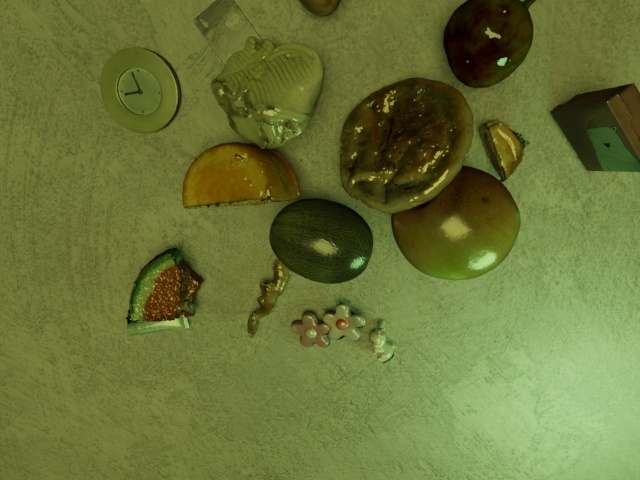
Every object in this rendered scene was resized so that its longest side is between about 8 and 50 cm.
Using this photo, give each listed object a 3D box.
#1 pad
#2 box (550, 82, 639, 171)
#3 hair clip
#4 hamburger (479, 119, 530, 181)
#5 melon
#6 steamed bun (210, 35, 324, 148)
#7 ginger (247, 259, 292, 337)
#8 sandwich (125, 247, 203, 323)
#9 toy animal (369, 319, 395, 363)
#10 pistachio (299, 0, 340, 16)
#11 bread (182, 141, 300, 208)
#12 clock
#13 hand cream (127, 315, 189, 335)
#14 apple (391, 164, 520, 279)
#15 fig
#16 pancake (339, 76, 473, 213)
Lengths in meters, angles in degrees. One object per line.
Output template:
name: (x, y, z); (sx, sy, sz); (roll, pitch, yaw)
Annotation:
pad: (-0.248, -0.568, 1.193); (0.127, 0.004, 0.190); (-34, 103, 13)
box: (0.746, -0.286, 1.113); (0.086, 0.215, 0.215); (-38, 101, 1)
hair clip: (0.027, 0.285, 1.424); (0.256, 0.075, 0.146); (-19, 111, 14)
hamburger: (0.521, -0.262, 1.205); (0.102, 0.087, 0.176); (-26, 97, -1)
melon: (0.000, 0.000, 1.238); (0.301, 0.237, 0.238); (16, 109, 5)
steamed bun: (-0.120, -0.377, 1.146); (0.267, 0.207, 0.280); (25, 70, 17)
ginger: (-0.177, 0.190, 1.402); (0.089, 0.075, 0.288); (23, 105, -28)
sandwich: (-0.497, 0.150, 1.395); (0.212, 0.109, 0.292); (15, 111, -7)
toy animal: (0.198, 0.339, 1.425); (0.085, 0.071, 0.124); (-25, 105, 12)
pistachio: (-0.008, -0.713, 1.050); (0.181, 0.162, 0.293); (4, 117, 40)
bread: (-0.236, -0.185, 1.208); (0.339, 0.194, 0.179); (-3, 96, 21)
clock: (-0.521, -0.433, 1.245); (0.234, 0.029, 0.235); (2, 109, 5)
hand cream: (-0.557, 0.283, 1.470); (0.204, 0.050, 0.078); (-12, 90, 3)
apple: (0.351, -0.054, 1.155); (0.319, 0.319, 0.277); (-46, 132, 16)
fig: (0.471, -0.541, 1.078); (0.320, 0.217, 0.217); (-39, 103, -9)
pancake: (0.207, -0.257, 1.121); (0.386, 0.082, 0.387); (-11, 68, 29)
